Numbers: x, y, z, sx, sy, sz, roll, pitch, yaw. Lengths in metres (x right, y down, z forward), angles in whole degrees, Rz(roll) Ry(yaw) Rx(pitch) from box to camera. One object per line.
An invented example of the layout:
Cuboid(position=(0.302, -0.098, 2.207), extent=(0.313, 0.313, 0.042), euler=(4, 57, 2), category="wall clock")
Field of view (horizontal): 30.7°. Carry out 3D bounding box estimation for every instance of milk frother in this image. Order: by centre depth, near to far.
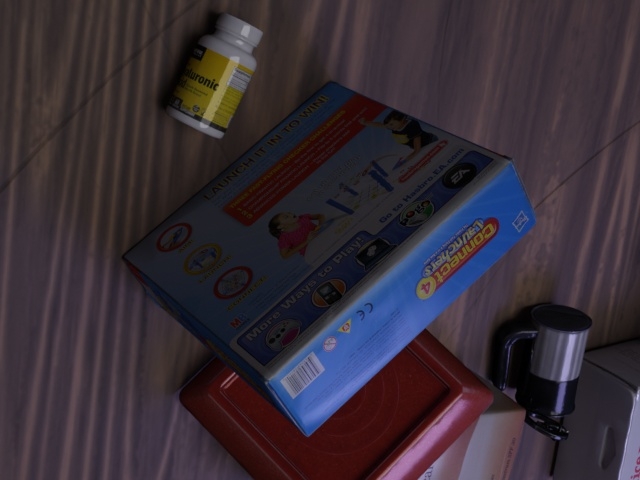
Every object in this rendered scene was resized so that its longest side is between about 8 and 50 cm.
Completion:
Cuboid(position=(0.310, 0.177, 1.558), extent=(0.129, 0.143, 0.135), euler=(-6, 115, -25), category="milk frother")

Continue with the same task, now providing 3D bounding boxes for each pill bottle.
Cuboid(position=(-0.103, -0.166, 1.172), extent=(0.065, 0.065, 0.116), euler=(23, 95, -39), category="pill bottle")

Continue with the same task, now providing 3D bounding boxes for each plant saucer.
Cuboid(position=(0.017, 0.169, 1.293), extent=(0.258, 0.259, 0.048), euler=(-43, 166, -12), category="plant saucer")

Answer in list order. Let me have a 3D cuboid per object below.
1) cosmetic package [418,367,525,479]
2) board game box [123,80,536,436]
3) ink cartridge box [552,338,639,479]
Cuboid(position=(0.095, 0.257, 1.452), extent=(0.296, 0.129, 0.153), euler=(-1, 111, -34), category="cosmetic package")
Cuboid(position=(0.000, 0.000, 1.164), extent=(0.308, 0.302, 0.086), euler=(-41, 128, -13), category="board game box")
Cuboid(position=(0.513, 0.263, 1.744), extent=(0.306, 0.131, 0.226), euler=(-7, 113, -32), category="ink cartridge box")
